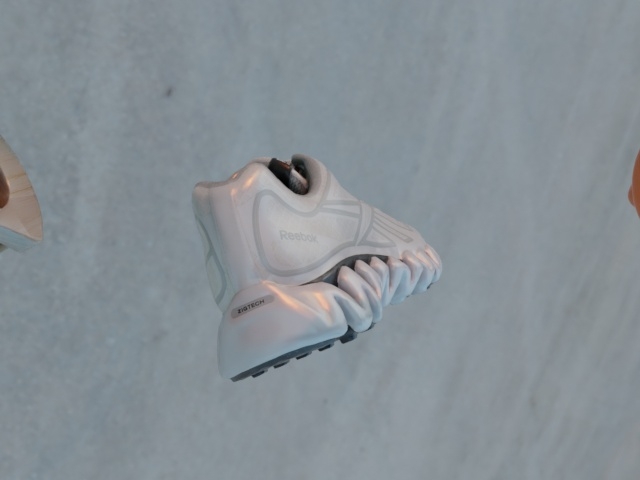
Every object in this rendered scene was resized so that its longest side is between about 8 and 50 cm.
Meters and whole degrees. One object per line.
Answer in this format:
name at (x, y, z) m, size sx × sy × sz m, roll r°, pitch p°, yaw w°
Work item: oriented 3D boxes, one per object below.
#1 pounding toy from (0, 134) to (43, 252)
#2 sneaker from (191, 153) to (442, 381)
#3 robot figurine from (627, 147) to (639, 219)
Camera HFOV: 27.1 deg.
pounding toy at (-0.276, -0.013, 0.782) m, size 0.154 × 0.155 × 0.269 m, roll 56°, pitch 18°, yaw -18°
sneaker at (0.000, 0.000, 0.830) m, size 0.118 × 0.110 × 0.292 m, roll 66°, pitch 14°, yaw 1°
robot figurine at (0.321, -0.045, 1.008) m, size 0.128 × 0.219 × 0.158 m, roll -17°, pitch 96°, yaw -17°
